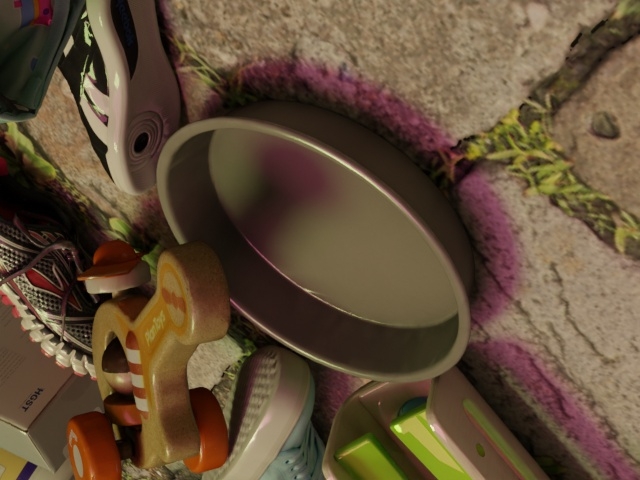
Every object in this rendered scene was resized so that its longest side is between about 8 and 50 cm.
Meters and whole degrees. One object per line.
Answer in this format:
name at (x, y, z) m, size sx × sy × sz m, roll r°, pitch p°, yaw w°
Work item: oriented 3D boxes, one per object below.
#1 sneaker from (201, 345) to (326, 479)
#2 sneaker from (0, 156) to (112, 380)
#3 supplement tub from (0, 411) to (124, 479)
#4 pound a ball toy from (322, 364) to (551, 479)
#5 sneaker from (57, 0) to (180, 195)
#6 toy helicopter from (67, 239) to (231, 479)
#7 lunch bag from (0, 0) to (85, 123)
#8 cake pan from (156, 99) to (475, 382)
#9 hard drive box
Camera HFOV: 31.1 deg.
sneaker at (-0.035, 0.230, 1.232) m, size 0.150 × 0.135 × 0.366 m, roll 11°, pitch 146°, yaw -10°
sneaker at (-0.274, 0.036, 1.199) m, size 0.299 × 0.120 × 0.112 m, roll 39°, pitch 118°, yaw -17°
supplement tub at (-0.445, 0.253, 1.512) m, size 0.331 × 0.241 × 0.241 m, roll 29°, pitch 147°, yaw 12°
pound a ball toy at (0.185, 0.234, 1.025) m, size 0.208 × 0.135 × 0.319 m, roll -33°, pitch 108°, yaw 26°
sneaker at (-0.185, -0.144, 0.921) m, size 0.121 × 0.079 × 0.216 m, roll 24°, pitch 138°, yaw 24°
toy helicopter at (-0.150, 0.080, 1.039) m, size 0.355 × 0.140 × 0.234 m, roll -50°, pitch 54°, yaw 58°
lunch bag at (-0.280, -0.205, 0.787) m, size 0.223 × 0.160 × 0.262 m, roll 6°, pitch 109°, yaw 39°
cake pan at (0.000, 0.000, 0.940) m, size 0.293 × 0.054 × 0.293 m, roll 25°, pitch 146°, yaw 18°
hard drive box at (-0.354, 0.139, 1.335) m, size 0.232 × 0.181 × 0.089 m, roll 18°, pitch 144°, yaw 28°
